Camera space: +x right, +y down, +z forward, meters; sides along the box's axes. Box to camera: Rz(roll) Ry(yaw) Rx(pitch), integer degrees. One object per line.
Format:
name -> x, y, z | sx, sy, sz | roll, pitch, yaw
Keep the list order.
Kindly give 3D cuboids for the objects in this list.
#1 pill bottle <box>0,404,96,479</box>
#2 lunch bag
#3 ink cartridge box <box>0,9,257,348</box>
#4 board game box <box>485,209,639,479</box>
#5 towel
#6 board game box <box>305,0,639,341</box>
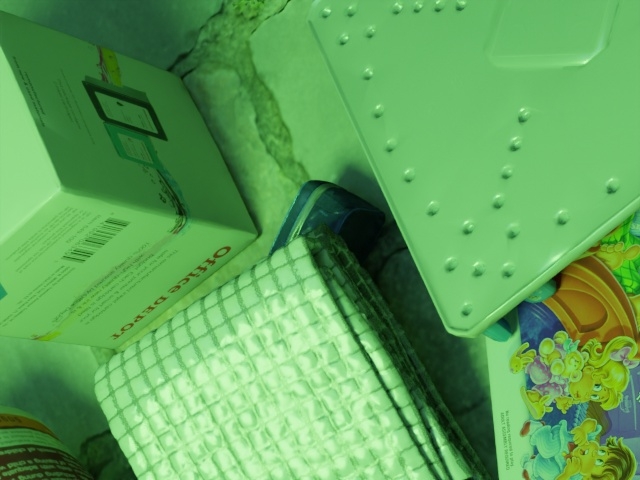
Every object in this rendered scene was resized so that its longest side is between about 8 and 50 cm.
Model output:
pill bottle -> -0.224, 0.326, 1.304 | 0.392, 0.224, 0.224 | 37, 103, 43
lunch bag -> 0.000, 0.000, 1.345 | 0.065, 0.067, 0.098 | 34, 102, 31
ink cartridge box -> -0.234, -0.044, 1.377 | 0.198, 0.270, 0.197 | -38, 64, 22
board game box -> 0.236, 0.082, 1.113 | 0.233, 0.078, 0.347 | -24, 54, 33
towel -> -0.016, 0.163, 1.273 | 0.235, 0.121, 0.284 | -32, 87, 16
board game box -> 0.192, -0.172, 1.193 | 0.390, 0.050, 0.390 | -41, 46, 20
